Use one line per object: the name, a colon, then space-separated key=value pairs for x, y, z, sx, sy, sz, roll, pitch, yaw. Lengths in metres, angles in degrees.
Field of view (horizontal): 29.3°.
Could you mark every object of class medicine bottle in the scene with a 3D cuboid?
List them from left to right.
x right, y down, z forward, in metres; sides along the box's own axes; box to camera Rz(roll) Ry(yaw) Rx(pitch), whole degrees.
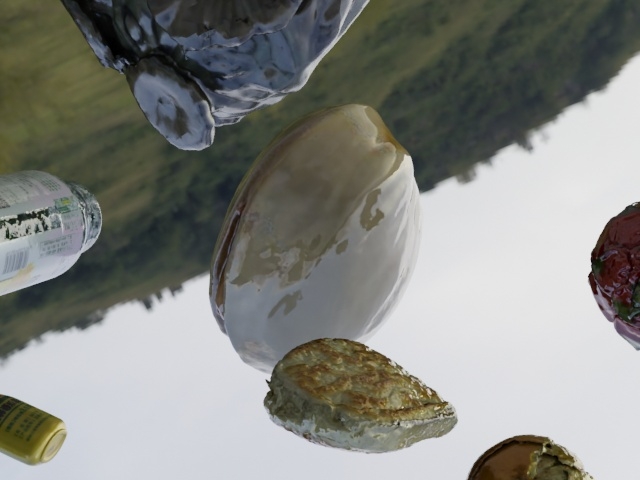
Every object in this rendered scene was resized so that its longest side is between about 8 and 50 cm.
medicine bottle: x=-0.507 y=0.256 z=1.830 sx=0.261 sy=0.064 sz=0.095 roll=21 pitch=-144 yaw=14
medicine bottle: x=-0.376 y=-0.010 z=1.473 sx=0.141 sy=0.141 sz=0.293 roll=-17 pitch=-177 yaw=21

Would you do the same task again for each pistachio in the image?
pistachio: x=0.000 y=0.000 z=1.849 sx=0.365 sy=0.445 sz=0.281 roll=-7 pitch=-145 yaw=-40

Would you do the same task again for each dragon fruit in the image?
dragon fruit: x=0.421 y=0.045 z=1.480 sx=0.192 sy=0.193 sz=0.274 roll=23 pitch=-171 yaw=19

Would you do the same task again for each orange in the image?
orange: x=0.224 y=0.287 z=1.310 sx=0.157 sy=0.134 sz=0.156 roll=-8 pitch=-124 yaw=12

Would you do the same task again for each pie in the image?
pie: x=0.041 y=0.170 z=1.279 sx=0.179 sy=0.084 sz=0.205 roll=27 pitch=-158 yaw=35

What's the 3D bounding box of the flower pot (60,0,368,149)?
flower pot: x=-0.073 y=-0.229 z=0.902 sx=0.302 sy=0.213 sz=0.302 roll=-49 pitch=-164 yaw=19
